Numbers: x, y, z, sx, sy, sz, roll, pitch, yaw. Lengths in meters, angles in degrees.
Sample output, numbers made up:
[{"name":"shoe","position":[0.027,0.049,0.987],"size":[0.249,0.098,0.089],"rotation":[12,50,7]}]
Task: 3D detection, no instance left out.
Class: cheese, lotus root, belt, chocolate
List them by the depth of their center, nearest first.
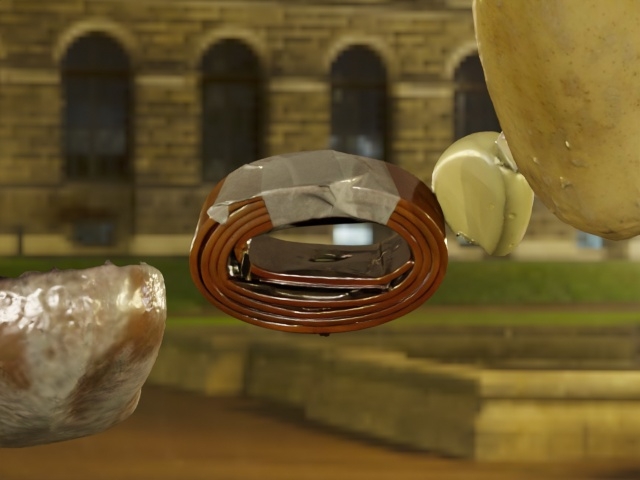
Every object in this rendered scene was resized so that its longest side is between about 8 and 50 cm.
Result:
[{"name":"lotus root","position":[0.199,-0.155,1.422],"size":[0.169,0.343,0.151],"rotation":[-2,34,32]},{"name":"chocolate","position":[-0.216,0.108,1.552],"size":[0.185,0.100,0.303],"rotation":[-14,-16,-15]},{"name":"cheese","position":[0.185,-0.073,1.927],"size":[0.050,0.127,0.255],"rotation":[-23,-16,-24]},{"name":"belt","position":[0.000,0.000,1.958],"size":[0.261,0.184,0.105],"rotation":[5,28,1]}]
